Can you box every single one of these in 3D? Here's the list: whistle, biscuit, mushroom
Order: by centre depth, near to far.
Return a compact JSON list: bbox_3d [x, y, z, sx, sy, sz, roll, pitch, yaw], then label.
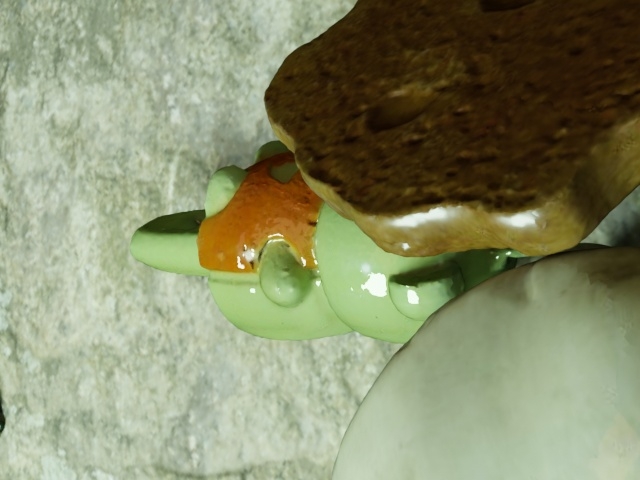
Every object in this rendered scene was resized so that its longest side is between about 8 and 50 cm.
[{"bbox_3d":[0.138,0.101,0.600,0.260,0.234,0.254,10,128,2],"label":"mushroom"},{"bbox_3d":[0.105,-0.096,0.648,0.257,0.049,0.273,-44,34,-8],"label":"biscuit"},{"bbox_3d":[0.000,0.000,0.749,0.288,0.131,0.106,4,116,38],"label":"whistle"}]

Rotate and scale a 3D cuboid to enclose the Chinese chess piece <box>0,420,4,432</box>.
[{"bbox_3d":[-0.287,0.141,1.012,0.084,0.034,0.084,-5,82,40],"label":"Chinese chess piece"}]
